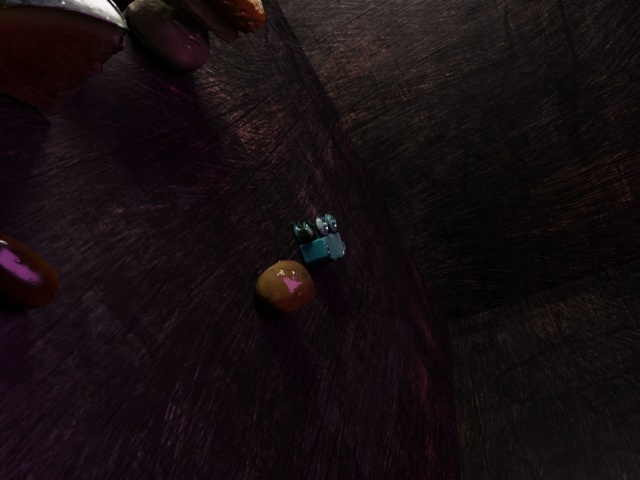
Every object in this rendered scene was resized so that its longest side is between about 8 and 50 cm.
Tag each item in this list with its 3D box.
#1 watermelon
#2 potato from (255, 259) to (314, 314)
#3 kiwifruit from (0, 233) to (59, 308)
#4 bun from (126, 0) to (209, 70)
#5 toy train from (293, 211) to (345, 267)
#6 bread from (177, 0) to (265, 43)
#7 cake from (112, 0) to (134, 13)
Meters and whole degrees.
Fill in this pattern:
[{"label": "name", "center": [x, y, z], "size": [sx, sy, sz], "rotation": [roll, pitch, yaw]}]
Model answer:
[{"label": "watermelon", "center": [-0.471, -0.319, 0.756], "size": [0.193, 0.310, 0.232], "rotation": [64, -17, -5]}, {"label": "potato", "center": [-0.088, 0.121, 1.269], "size": [0.137, 0.137, 0.176], "rotation": [65, 24, -2]}, {"label": "kiwifruit", "center": [-0.413, 0.043, 0.659], "size": [0.124, 0.075, 0.075], "rotation": [46, 29, -33]}, {"label": "bun", "center": [-0.378, -0.564, 1.282], "size": [0.239, 0.141, 0.239], "rotation": [47, 27, -34]}, {"label": "toy train", "center": [0.000, 0.000, 1.626], "size": [0.203, 0.112, 0.163], "rotation": [-21, 93, -68]}, {"label": "bread", "center": [-0.285, -0.656, 1.154], "size": [0.375, 0.165, 0.237], "rotation": [3, 70, -73]}, {"label": "cake", "center": [-0.486, -0.551, 0.960], "size": [0.196, 0.198, 0.293], "rotation": [8, 64, -71]}]
